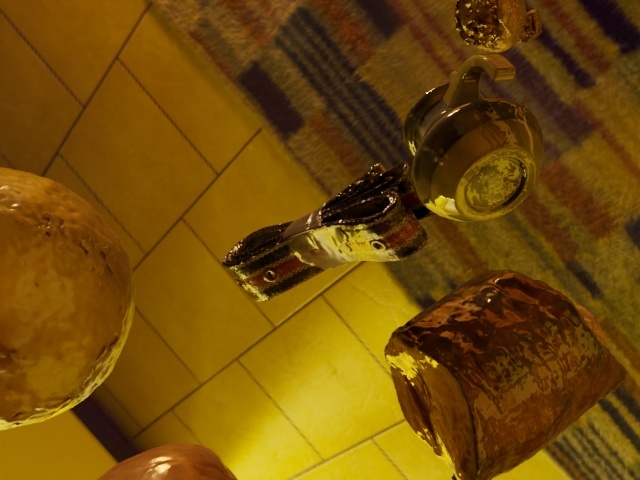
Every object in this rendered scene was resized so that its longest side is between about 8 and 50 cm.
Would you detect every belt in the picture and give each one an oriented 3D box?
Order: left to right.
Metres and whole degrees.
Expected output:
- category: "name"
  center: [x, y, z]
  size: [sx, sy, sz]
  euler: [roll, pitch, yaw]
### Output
- category: "belt"
  center: [0.000, 0.000, 0.931]
  size: [0.359, 0.126, 0.094]
  euler: [-24, 124, 35]

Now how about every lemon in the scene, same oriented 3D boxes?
- category: "lemon"
  center: [-0.430, 0.071, 0.860]
  size: [0.387, 0.349, 0.350]
  euler: [-145, 43, -60]

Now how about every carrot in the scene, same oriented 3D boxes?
- category: "carrot"
  center: [0.251, 0.170, 0.884]
  size: [0.241, 0.340, 0.242]
  euler: [41, 145, 37]

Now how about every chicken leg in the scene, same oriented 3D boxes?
- category: "chicken leg"
  center: [0.281, -0.335, 0.955]
  size: [0.087, 0.251, 0.108]
  euler: [16, 108, 32]

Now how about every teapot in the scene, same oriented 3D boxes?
- category: "teapot"
  center: [0.144, -0.100, 0.605]
  size: [0.130, 0.119, 0.166]
  euler: [-8, 132, -13]

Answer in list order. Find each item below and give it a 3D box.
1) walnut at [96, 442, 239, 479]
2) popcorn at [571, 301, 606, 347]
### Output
- category: "walnut"
  center: [-0.142, 0.270, 0.534]
  size: [0.197, 0.165, 0.165]
  euler: [-45, 88, 4]
- category: "popcorn"
  center: [0.517, 0.236, 1.385]
  size: [0.191, 0.254, 0.190]
  euler: [1, 153, -14]
